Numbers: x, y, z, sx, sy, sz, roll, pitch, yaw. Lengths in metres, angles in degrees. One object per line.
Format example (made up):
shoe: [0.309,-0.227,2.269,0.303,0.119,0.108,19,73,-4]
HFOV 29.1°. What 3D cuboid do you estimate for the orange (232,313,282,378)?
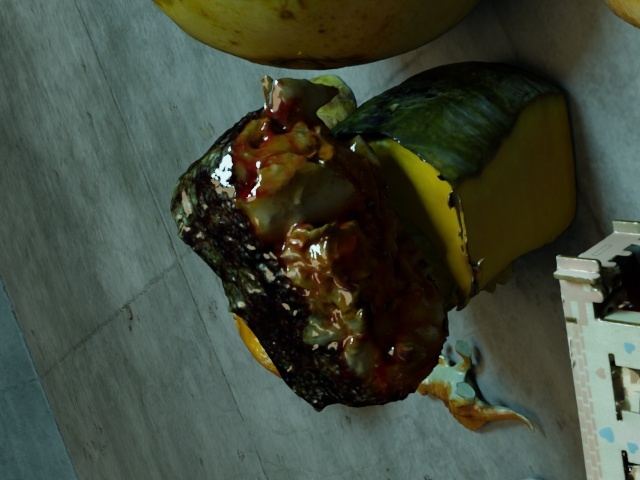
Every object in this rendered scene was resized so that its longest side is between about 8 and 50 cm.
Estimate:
orange: [-0.022,0.095,1.736,0.234,0.182,0.234,28,134,33]

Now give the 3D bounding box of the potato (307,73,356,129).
potato: [-0.007,-0.181,1.670,0.103,0.066,0.096,-32,81,55]

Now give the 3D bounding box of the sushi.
sushi: [0.000,0.000,1.246,0.182,0.196,0.343,-22,105,40]

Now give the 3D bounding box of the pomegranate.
pomegranate: [-0.008,-0.369,1.269,0.416,0.416,0.416,32,131,46]

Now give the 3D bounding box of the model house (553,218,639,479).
model house: [0.377,0.151,1.169,0.244,0.169,0.326,7,113,48]

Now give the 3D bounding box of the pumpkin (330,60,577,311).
pumpkin: [0.129,-0.052,1.370,0.303,0.225,0.256,-29,88,54]

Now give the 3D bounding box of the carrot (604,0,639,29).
carrot: [0.328,-0.238,1.074,0.225,0.159,0.159,-147,47,-63]

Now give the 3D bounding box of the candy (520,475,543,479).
candy: [0.188,0.402,1.474,0.155,0.265,0.116,53,148,27]

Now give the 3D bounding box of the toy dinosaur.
toy dinosaur: [0.180,0.208,1.589,0.212,0.057,0.142,52,155,31]
